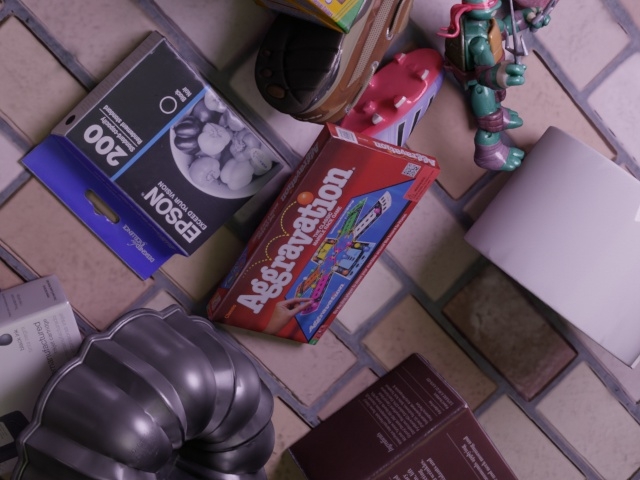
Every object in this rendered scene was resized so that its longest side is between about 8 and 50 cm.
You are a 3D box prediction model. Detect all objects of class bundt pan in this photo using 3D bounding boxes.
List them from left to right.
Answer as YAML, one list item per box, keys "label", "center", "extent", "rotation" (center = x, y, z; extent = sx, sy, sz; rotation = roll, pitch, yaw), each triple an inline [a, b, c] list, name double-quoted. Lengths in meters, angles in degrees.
- label: "bundt pan"
  center: [-0.170, 0.244, 1.640]
  extent: [0.331, 0.124, 0.331]
  rotation: [-29, 130, -41]

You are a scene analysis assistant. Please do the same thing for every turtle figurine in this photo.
- label: "turtle figurine"
  center: [0.194, -0.202, 1.664]
  extent: [0.118, 0.175, 0.234]
  rotation: [12, 134, 19]

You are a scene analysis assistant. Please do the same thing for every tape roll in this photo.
- label: "tape roll"
  center: [0.308, 0.006, 1.734]
  extent: [0.246, 0.246, 0.169]
  rotation: [35, 94, -25]

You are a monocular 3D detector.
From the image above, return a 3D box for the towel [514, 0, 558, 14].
- label: "towel"
  center: [0.222, -0.402, 1.612]
  extent: [0.237, 0.037, 0.329]
  rotation: [-55, 140, 4]

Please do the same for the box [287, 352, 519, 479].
- label: "box"
  center: [0.104, 0.277, 1.800]
  extent: [0.203, 0.167, 0.168]
  rotation: [-36, 116, -4]

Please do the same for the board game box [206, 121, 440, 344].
- label: "board game box"
  center: [0.000, 0.000, 1.683]
  extent: [0.145, 0.027, 0.281]
  rotation: [16, 125, -28]

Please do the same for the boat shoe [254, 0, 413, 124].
- label: "boat shoe"
  center: [0.043, -0.271, 1.635]
  extent: [0.324, 0.122, 0.120]
  rotation: [-60, 147, -1]

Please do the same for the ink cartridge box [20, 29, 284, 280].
- label: "ink cartridge box"
  center: [-0.181, -0.084, 1.652]
  extent: [0.208, 0.045, 0.206]
  rotation: [-44, 116, 1]

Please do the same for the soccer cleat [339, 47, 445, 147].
- label: "soccer cleat"
  center: [0.061, -0.108, 1.713]
  extent: [0.248, 0.083, 0.095]
  rotation: [-51, 137, 1]

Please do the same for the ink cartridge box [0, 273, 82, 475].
- label: "ink cartridge box"
  center: [-0.368, 0.162, 1.641]
  extent: [0.237, 0.100, 0.172]
  rotation: [-19, 113, -12]

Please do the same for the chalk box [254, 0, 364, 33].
- label: "chalk box"
  center: [-0.004, -0.343, 1.537]
  extent: [0.132, 0.132, 0.213]
  rotation: [33, 83, -56]
